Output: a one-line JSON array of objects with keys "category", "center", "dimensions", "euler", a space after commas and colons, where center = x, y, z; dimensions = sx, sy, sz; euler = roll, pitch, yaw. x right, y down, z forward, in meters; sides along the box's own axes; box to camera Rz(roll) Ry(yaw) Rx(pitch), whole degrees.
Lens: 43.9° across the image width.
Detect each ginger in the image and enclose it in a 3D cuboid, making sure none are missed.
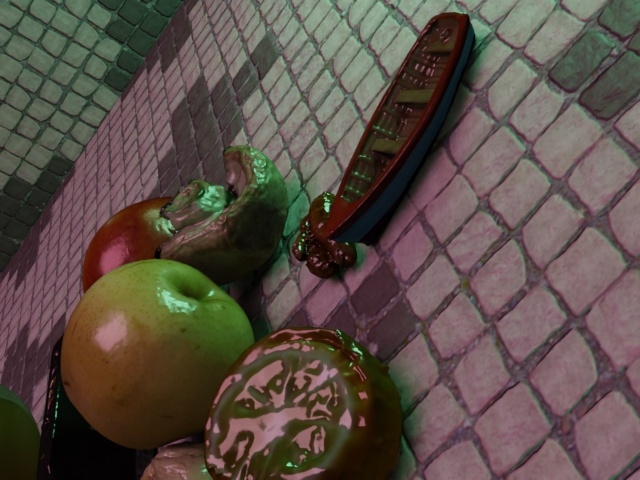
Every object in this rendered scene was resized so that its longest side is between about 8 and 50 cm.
[{"category": "ginger", "center": [0.000, 0.000, 1.243], "dimensions": [0.103, 0.073, 0.162], "euler": [-47, 33, 25]}]

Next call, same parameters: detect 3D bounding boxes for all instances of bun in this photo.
[{"category": "bun", "center": [-0.218, 0.387, 1.217], "dimensions": [0.188, 0.111, 0.164], "euler": [24, 89, 57]}]

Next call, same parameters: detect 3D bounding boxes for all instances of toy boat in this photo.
[{"category": "toy boat", "center": [0.122, -0.162, 1.187], "dimensions": [0.136, 0.079, 0.392], "euler": [17, 79, 58]}]

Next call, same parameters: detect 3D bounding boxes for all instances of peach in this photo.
[{"category": "peach", "center": [-0.333, 0.042, 1.549], "dimensions": [0.281, 0.238, 0.281], "euler": [-17, 54, 25]}]

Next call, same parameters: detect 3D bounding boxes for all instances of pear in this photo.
[{"category": "pear", "center": [-0.265, 0.184, 1.272], "dimensions": [0.309, 0.309, 0.309], "euler": [-38, 37, 36]}]

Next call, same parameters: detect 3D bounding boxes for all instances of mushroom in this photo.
[{"category": "mushroom", "center": [-0.150, -0.024, 1.400], "dimensions": [0.164, 0.190, 0.267], "euler": [19, 58, 45]}]

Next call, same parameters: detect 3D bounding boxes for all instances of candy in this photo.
[{"category": "candy", "center": [-0.025, 0.229, 0.983], "dimensions": [0.259, 0.118, 0.260], "euler": [-15, 52, 20]}]

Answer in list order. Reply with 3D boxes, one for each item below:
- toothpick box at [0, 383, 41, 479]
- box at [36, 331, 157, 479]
[{"category": "toothpick box", "center": [-0.808, 0.536, 1.727], "dimensions": [0.409, 0.409, 0.425], "euler": [-54, 28, 13]}, {"category": "box", "center": [-0.399, 0.327, 1.448], "dimensions": [0.058, 0.211, 0.350], "euler": [-45, 34, 23]}]
